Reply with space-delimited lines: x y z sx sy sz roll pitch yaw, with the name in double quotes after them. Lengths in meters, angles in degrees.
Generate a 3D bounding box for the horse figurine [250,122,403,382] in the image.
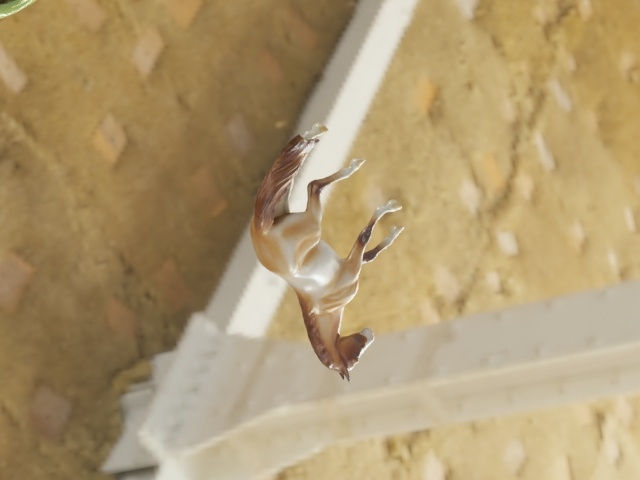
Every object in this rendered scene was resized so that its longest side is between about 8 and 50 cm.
0.000 0.000 1.650 0.174 0.066 0.263 -53 -45 -15 "horse figurine"

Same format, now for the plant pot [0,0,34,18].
-0.334 -0.337 1.481 0.276 0.276 0.254 38 -161 -43 "plant pot"
